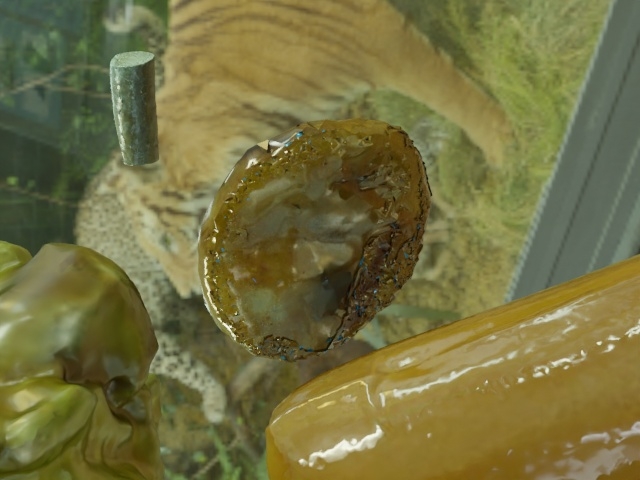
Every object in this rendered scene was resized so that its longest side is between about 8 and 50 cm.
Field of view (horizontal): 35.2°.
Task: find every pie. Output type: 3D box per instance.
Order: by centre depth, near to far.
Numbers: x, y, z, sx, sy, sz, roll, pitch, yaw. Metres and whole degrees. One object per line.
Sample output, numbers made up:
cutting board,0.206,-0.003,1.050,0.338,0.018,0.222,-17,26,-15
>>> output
pie,0.000,-0.001,1.015,0.069,0.273,0.273,-131,44,-55

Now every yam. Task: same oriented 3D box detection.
yam,-0.277,-0.196,1.504,0.068,0.068,0.169,-132,39,-53

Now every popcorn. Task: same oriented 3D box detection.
popcorn,-0.182,0.112,0.538,0.251,0.205,0.237,128,159,-72

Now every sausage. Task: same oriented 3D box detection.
sausage,0.153,0.073,0.462,0.116,0.354,0.134,22,-130,-82
